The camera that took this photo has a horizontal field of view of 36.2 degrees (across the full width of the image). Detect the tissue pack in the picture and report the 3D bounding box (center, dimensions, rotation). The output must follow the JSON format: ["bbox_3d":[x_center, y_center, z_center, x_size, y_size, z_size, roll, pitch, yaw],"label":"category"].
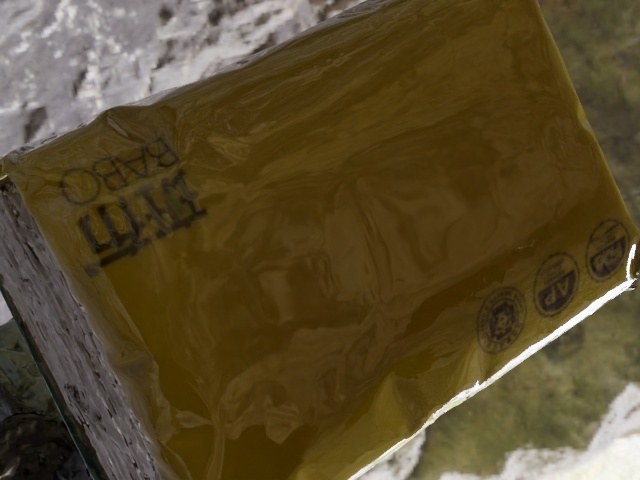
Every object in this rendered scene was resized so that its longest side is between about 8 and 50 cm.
[{"bbox_3d":[0.000,0.000,0.464,0.271,0.134,0.192,-30,100,-27],"label":"tissue pack"}]

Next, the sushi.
[{"bbox_3d":[-0.172,0.154,0.730,0.115,0.212,0.147,-60,177,28],"label":"sushi"}]
